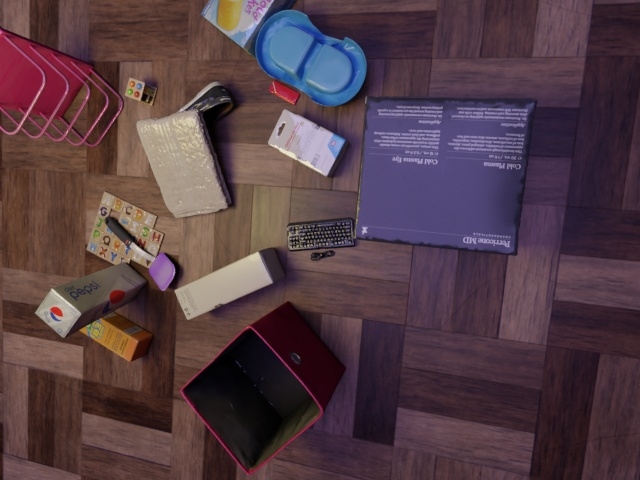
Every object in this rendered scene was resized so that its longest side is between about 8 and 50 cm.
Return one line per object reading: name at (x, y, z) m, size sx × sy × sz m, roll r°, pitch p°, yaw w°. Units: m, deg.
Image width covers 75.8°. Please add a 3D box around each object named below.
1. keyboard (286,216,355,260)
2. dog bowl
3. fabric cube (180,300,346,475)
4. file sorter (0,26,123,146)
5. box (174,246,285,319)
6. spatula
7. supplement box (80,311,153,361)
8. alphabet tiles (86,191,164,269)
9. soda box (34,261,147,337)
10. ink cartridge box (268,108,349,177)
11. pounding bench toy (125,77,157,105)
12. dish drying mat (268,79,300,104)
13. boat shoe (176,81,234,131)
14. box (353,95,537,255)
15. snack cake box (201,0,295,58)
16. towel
keyboard at (0.000, 0.000, 1.090) m, size 0.180 × 0.023 × 0.108 m, roll -5°, pitch 94°, yaw 16°
dog bowl at (-0.019, -0.445, 1.032) m, size 0.297 × 0.074 × 0.165 m, roll 33°, pitch 101°, yaw 10°
fabric cube at (-0.125, 0.346, 1.029) m, size 0.259 × 0.258 × 0.254 m, roll -44°, pitch 83°, yaw 14°
file sorter at (-0.720, -0.381, 1.108) m, size 0.182 × 0.291 × 0.202 m, roll 43°, pitch 103°, yaw 5°
box at (-0.243, 0.116, 1.117) m, size 0.275 × 0.113 × 0.094 m, roll -24°, pitch 89°, yaw 16°
spatula at (-0.538, 0.025, 1.216) m, size 0.296 × 0.030 × 0.084 m, roll 40°, pitch 102°, yaw 9°
supplement box at (-0.633, 0.272, 1.246) m, size 0.234 × 0.080 × 0.078 m, roll 26°, pitch 98°, yaw 13°
alphabet tiles at (-0.589, -0.013, 1.247) m, size 0.237 × 0.009 × 0.198 m, roll 24°, pitch 100°, yaw 12°
soda box at (-0.605, 0.150, 1.116) m, size 0.098 × 0.286 × 0.091 m, roll 41°, pitch 103°, yaw 0°
ink cartridge box at (-0.030, -0.249, 1.057) m, size 0.180 × 0.060 × 0.104 m, roll 31°, pitch 102°, yaw 10°
pounding bench toy at (-0.522, -0.426, 1.166) m, size 0.083 × 0.065 × 0.052 m, roll 22°, pitch 100°, yaw 12°
dish drying mat at (-0.096, -0.392, 1.089) m, size 0.083 × 0.008 × 0.032 m, roll 32°, pitch 100°, yaw 10°
boat shoe at (-0.334, -0.324, 1.116) m, size 0.233 × 0.084 × 0.079 m, roll -38°, pitch 81°, yaw 12°
box at (0.265, -0.144, 0.929) m, size 0.344 × 0.179 × 0.312 m, roll 7°, pitch 95°, yaw 14°
snack cake box at (-0.158, -0.628, 1.044) m, size 0.152 × 0.089 × 0.264 m, roll 41°, pitch 103°, yaw 9°
towel at (-0.363, -0.201, 1.115) m, size 0.187 × 0.049 × 0.282 m, roll -7°, pitch 113°, yaw 14°
